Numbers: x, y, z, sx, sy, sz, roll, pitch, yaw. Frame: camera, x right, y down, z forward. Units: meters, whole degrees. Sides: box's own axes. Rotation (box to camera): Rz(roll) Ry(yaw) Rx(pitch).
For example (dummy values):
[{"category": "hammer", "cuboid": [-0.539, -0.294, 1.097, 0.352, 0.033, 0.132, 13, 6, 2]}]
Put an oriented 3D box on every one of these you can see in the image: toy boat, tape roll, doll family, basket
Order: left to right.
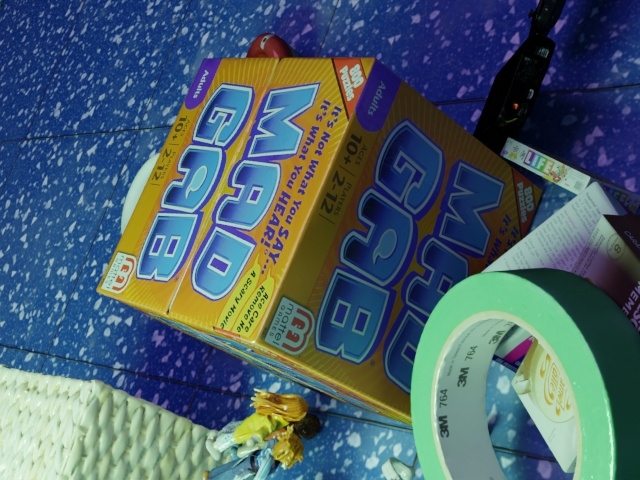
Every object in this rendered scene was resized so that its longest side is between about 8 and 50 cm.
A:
[{"category": "basket", "cuboid": [-0.342, 0.385, 1.592, 0.266, 0.328, 0.331, -1, 64, 44]}, {"category": "toy boat", "cuboid": [-0.144, -0.269, 1.946, 0.231, 0.151, 0.151, -53, 39, 7]}, {"category": "doll family", "cuboid": [-0.085, 0.288, 1.485, 0.163, 0.118, 0.263, -27, 22, 23]}, {"category": "tape roll", "cuboid": [0.217, 0.191, 1.156, 0.321, 0.077, 0.321, 4, 95, 59]}]

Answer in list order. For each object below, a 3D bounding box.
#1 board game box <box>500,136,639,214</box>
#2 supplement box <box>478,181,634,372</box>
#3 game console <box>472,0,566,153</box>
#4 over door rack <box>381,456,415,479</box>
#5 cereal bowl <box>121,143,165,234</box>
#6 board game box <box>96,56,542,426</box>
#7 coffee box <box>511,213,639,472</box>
[{"category": "board game box", "cuboid": [0.311, -0.081, 1.372, 0.154, 0.103, 0.026, 37, 108, 51]}, {"category": "supplement box", "cuboid": [0.289, 0.054, 1.303, 0.220, 0.111, 0.114, -42, 42, 20]}, {"category": "game console", "cuboid": [0.288, -0.286, 1.473, 0.213, 0.044, 0.361, 116, 176, -84]}, {"category": "over door rack", "cuboid": [0.104, 0.450, 1.263, 0.239, 0.108, 0.324, -48, 54, 14]}, {"category": "cereal bowl", "cuboid": [-0.214, -0.040, 1.734, 0.339, 0.141, 0.339, -30, 50, 44]}, {"category": "board game box", "cuboid": [0.000, 0.000, 1.451, 0.356, 0.356, 0.356, 10, 74, 50]}, {"category": "coffee box", "cuboid": [0.316, 0.111, 1.170, 0.141, 0.098, 0.246, -116, 38, -46]}]
